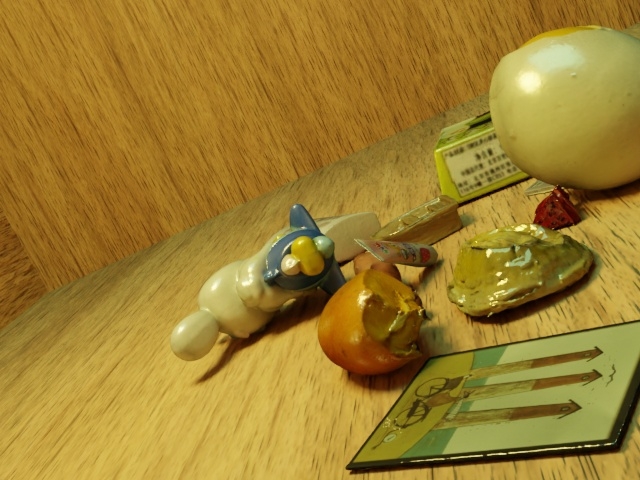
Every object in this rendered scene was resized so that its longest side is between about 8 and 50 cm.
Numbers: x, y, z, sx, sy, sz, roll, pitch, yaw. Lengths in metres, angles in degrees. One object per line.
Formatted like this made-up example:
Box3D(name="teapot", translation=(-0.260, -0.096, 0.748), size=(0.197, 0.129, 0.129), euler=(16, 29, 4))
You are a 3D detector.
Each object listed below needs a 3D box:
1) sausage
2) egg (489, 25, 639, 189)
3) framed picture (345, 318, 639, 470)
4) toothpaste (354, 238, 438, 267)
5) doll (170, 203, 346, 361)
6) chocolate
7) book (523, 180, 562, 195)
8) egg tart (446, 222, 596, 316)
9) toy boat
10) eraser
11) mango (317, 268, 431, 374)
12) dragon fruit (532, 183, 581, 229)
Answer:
Box3D(name="sausage", translation=(0.110, 0.078, 1.457), size=(0.078, 0.078, 0.304), euler=(-26, 14, 0))
Box3D(name="egg", translation=(0.468, -0.226, 1.491), size=(0.344, 0.283, 0.283), euler=(14, 35, 34))
Box3D(name="framed picture", translation=(0.209, 0.175, 0.974), size=(0.323, 0.013, 0.244), euler=(-18, 15, 38))
Box3D(name="toothpaste", translation=(0.138, 0.022, 1.500), size=(0.194, 0.067, 0.043), euler=(6, -61, -51))
Box3D(name="doll", translation=(-0.086, 0.084, 1.660), size=(0.365, 0.187, 0.376), euler=(-33, 20, 21))
Box3D(name="chocolate", translation=(0.408, -0.218, 1.951), size=(0.300, 0.137, 0.289), euler=(-23, 12, 18))
Box3D(name="book", translation=(0.500, -0.131, 1.679), size=(0.127, 0.014, 0.181), euler=(-35, 14, -35))
Box3D(name="egg tart", translation=(0.282, 0.030, 1.267), size=(0.231, 0.099, 0.252), euler=(-16, 12, 28))
Box3D(name="toy boat", translation=(0.193, -0.021, 1.741), size=(0.188, 0.061, 0.116), euler=(-27, 13, -3))
Box3D(name="eraser", translation=(0.000, 0.000, 1.987), size=(0.174, 0.095, 0.270), euler=(-29, 13, -27))
Box3D(name="mango", translation=(0.067, 0.116, 1.241), size=(0.154, 0.126, 0.252), euler=(-59, 11, -5))
Box3D(name="dragon fruit", translation=(0.401, -0.066, 1.485), size=(0.097, 0.063, 0.131), euler=(-19, 14, 30))
